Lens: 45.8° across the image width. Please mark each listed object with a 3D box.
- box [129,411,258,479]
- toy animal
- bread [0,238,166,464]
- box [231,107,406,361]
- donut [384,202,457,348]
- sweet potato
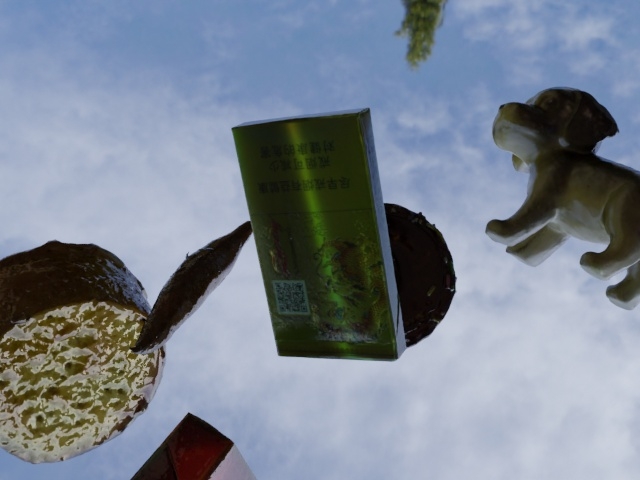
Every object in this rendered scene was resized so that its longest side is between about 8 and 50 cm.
[{"bbox_3d":[-0.209,0.391,0.934,0.089,0.197,0.313,26,-119,30],"label":"box"},{"bbox_3d":[0.239,-0.045,0.705,0.168,0.121,0.233,-51,-137,8],"label":"toy animal"},{"bbox_3d":[-0.447,0.192,1.293,0.398,0.398,0.215,-28,-139,-19],"label":"bread"},{"bbox_3d":[0.000,0.000,0.936,0.173,0.311,0.043,-2,-162,26],"label":"box"},{"bbox_3d":[0.087,0.055,1.146,0.235,0.089,0.234,0,-93,9],"label":"donut"},{"bbox_3d":[-0.196,0.064,1.135,0.072,0.066,0.314,36,-137,4],"label":"sweet potato"}]
